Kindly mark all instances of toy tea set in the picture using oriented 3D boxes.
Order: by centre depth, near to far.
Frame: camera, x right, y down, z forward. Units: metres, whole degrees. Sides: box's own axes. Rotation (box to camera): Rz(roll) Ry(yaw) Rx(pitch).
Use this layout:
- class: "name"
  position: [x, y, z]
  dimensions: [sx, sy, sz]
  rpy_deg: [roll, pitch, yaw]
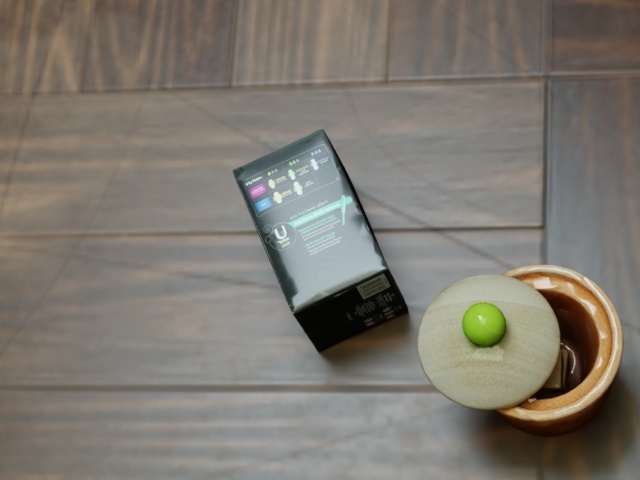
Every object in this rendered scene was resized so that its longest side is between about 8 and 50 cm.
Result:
- class: "toy tea set"
  position: [0.143, 0.152, 0.755]
  dimensions: [0.200, 0.124, 0.336]
  rpy_deg: [-42, 66, -7]

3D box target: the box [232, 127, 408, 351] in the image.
- class: "box"
  position: [0.000, 0.000, 0.881]
  dimensions: [0.052, 0.062, 0.083]
  rpy_deg: [-25, 65, 2]
